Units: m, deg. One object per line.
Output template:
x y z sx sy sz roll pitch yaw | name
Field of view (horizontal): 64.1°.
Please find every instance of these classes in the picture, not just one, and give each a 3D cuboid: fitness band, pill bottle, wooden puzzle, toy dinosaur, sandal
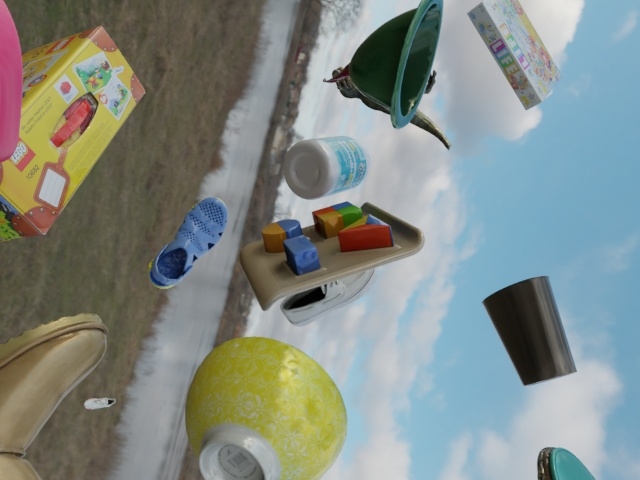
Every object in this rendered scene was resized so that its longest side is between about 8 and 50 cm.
-0.520 -0.251 0.758 0.054 0.209 0.291 -26 152 -48 | fitness band
0.032 -0.194 1.319 0.264 0.146 0.146 -25 139 -56 | pill bottle
0.000 0.000 1.094 0.322 0.347 0.081 -137 -152 -66 | wooden puzzle
0.157 -0.287 0.997 0.118 0.268 0.064 -61 175 0 | toy dinosaur
-0.373 0.017 1.446 0.318 0.126 0.138 -55 -168 0 | sandal

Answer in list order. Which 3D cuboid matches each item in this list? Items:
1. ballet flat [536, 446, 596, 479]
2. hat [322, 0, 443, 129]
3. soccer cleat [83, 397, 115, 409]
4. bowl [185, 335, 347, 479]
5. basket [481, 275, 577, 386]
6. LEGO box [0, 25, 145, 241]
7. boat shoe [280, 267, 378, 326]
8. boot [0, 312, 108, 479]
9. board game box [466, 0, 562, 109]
0.498 0.601 0.850 0.483 0.163 0.182 54 -49 34 | ballet flat
0.051 -0.255 0.704 0.173 0.183 0.209 -54 158 -38 | hat
-0.563 0.414 1.304 0.083 0.035 0.029 28 43 -59 | soccer cleat
-0.110 0.321 0.833 0.156 0.289 0.290 -51 161 -65 | bowl
0.517 0.228 1.253 0.204 0.154 0.227 119 -40 -60 | basket
-0.685 -0.233 1.153 0.193 0.371 0.501 62 30 -42 | LEGO box
0.019 0.118 1.288 0.088 0.267 0.096 53 10 -50 | boat shoe
-0.225 0.223 0.424 0.236 0.269 0.089 -33 163 -32 | boot
0.274 -0.269 0.711 0.026 0.154 0.103 -25 -166 50 | board game box
